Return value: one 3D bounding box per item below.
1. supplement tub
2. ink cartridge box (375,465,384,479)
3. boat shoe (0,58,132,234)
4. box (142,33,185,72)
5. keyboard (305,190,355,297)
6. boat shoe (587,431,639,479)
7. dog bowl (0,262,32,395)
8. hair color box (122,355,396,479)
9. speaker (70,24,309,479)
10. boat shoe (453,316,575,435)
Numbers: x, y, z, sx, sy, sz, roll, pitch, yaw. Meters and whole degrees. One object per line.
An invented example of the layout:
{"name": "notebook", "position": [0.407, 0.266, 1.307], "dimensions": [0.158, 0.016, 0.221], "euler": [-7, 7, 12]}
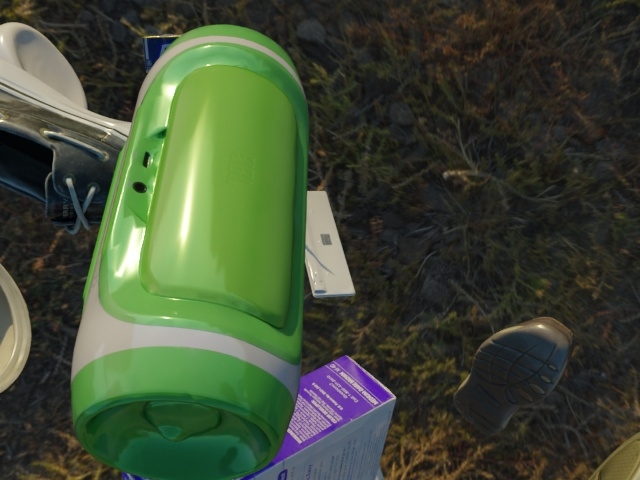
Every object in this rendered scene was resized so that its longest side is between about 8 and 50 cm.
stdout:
{"name": "supplement tub", "position": [-0.395, -0.148, 0.894], "dimensions": [0.200, 0.144, 0.144], "euler": [-26, 87, 14]}
{"name": "ink cartridge box", "position": [0.007, 0.354, 1.277], "dimensions": [0.097, 0.189, 0.255], "euler": [-20, 78, 28]}
{"name": "boat shoe", "position": [-0.239, -0.060, 0.754], "dimensions": [0.335, 0.119, 0.121], "euler": [25, 136, 1]}
{"name": "box", "position": [-0.196, -0.303, 1.225], "dimensions": [0.169, 0.054, 0.059], "euler": [-2, 107, 0]}
{"name": "keyboard", "position": [0.000, 0.000, 1.335], "dimensions": [0.072, 0.256, 0.014], "euler": [2, 135, -18]}
{"name": "boat shoe", "position": [0.181, 0.268, 0.499], "dimensions": [0.103, 0.113, 0.302], "euler": [27, 108, 18]}
{"name": "dog bowl", "position": [-0.813, 0.178, 1.567], "dimensions": [0.150, 0.408, 0.408], "euler": [-32, 86, 25]}
{"name": "hair color box", "position": [-0.072, 0.296, 0.947], "dimensions": [0.110, 0.339, 0.185], "euler": [35, 131, 35]}
{"name": "speaker", "position": [-0.072, -0.007, 0.490], "dimensions": [0.131, 0.131, 0.296], "euler": [-8, 49, 11]}
{"name": "boat shoe", "position": [0.339, 0.214, 1.315], "dimensions": [0.132, 0.355, 0.130], "euler": [44, 59, 13]}
